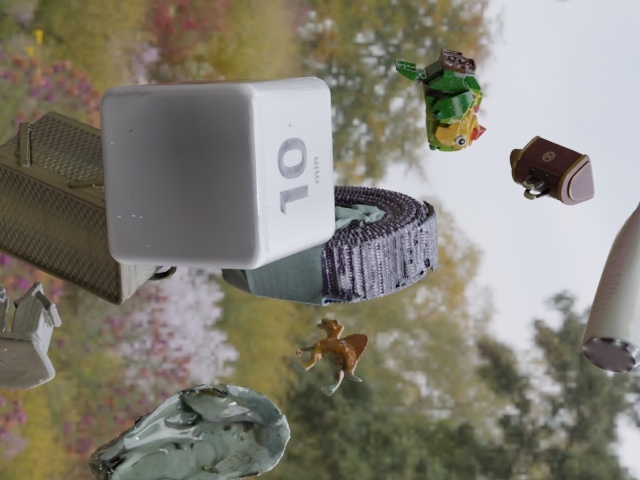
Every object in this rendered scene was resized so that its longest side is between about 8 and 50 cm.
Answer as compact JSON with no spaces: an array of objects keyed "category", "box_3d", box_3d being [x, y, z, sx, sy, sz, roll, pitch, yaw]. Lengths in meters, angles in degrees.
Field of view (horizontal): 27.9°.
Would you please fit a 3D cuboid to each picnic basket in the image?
[{"category":"picnic basket","box_3d":[-0.314,-0.045,1.713,0.139,0.267,0.165,-44,147,-43]}]

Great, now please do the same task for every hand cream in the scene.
[{"category":"hand cream","box_3d":[0.577,0.071,2.410,0.185,0.118,0.358,107,2,-61]}]

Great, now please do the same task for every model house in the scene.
[{"category":"model house","box_3d":[-0.566,0.148,2.225,0.122,0.229,0.188,106,-15,-51]}]

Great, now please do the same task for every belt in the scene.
[{"category":"belt","box_3d":[0.000,0.000,1.825,0.260,0.325,0.122,-34,124,-52]}]

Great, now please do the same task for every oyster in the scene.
[{"category":"oyster","box_3d":[-0.176,0.283,1.733,0.252,0.199,0.087,-51,-176,13]}]

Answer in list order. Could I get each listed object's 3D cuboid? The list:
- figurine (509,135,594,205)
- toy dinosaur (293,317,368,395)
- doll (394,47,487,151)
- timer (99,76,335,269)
[{"category":"figurine","box_3d":[0.358,-0.103,2.081,0.154,0.098,0.082,28,-34,47]},{"category":"toy dinosaur","box_3d":[0.038,0.195,2.161,0.212,0.142,0.057,13,-49,44]},{"category":"doll","box_3d":[0.216,-0.240,2.229,0.106,0.134,0.186,-94,168,-59]},{"category":"timer","box_3d":[-0.109,-0.079,1.418,0.195,0.194,0.192,-21,110,-65]}]
